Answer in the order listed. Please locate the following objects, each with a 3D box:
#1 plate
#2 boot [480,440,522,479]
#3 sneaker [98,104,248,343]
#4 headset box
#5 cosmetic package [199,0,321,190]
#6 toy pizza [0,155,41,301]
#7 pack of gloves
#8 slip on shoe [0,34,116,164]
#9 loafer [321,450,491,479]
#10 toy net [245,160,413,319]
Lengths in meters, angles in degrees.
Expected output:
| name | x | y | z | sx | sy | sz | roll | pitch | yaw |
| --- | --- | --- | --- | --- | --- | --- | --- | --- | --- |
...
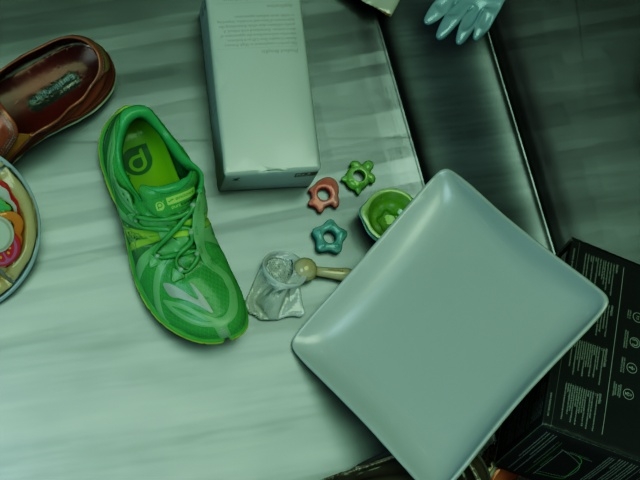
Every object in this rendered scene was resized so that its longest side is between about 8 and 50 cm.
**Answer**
| name | x | y | z | sx | sy | sz | roll | pitch | yaw |
| --- | --- | --- | --- | --- | --- | --- | --- | --- | --- |
| plate | 0.139 | 0.097 | 1.488 | 0.278 | 0.045 | 0.277 | -49 | 52 | 3 |
| boot | 0.232 | 0.255 | 1.552 | 0.084 | 0.059 | 0.158 | 43 | 72 | -2 |
| sneaker | -0.172 | -0.017 | 1.514 | 0.109 | 0.123 | 0.295 | -25 | 82 | -15 |
| headset box | 0.365 | 0.171 | 1.521 | 0.283 | 0.131 | 0.246 | 20 | 57 | -8 |
| cosmetic package | -0.073 | -0.178 | 1.595 | 0.117 | 0.085 | 0.231 | -3 | 78 | -11 |
| toy pizza | -0.406 | -0.009 | 1.472 | 0.201 | 0.032 | 0.201 | -3 | 105 | -13 |
| pack of gloves | 0.154 | -0.354 | 1.712 | 0.195 | 0.046 | 0.232 | 27 | 69 | 10 |
| slip on shoe | -0.373 | -0.128 | 1.520 | 0.331 | 0.101 | 0.123 | -36 | 86 | -15 |
| loafer | 0.021 | 0.320 | 1.445 | 0.366 | 0.130 | 0.133 | -22 | 81 | -9 |
| toy net | 0.000 | 0.000 | 1.581 | 0.232 | 0.045 | 0.122 | -36 | 84 | -16 |
